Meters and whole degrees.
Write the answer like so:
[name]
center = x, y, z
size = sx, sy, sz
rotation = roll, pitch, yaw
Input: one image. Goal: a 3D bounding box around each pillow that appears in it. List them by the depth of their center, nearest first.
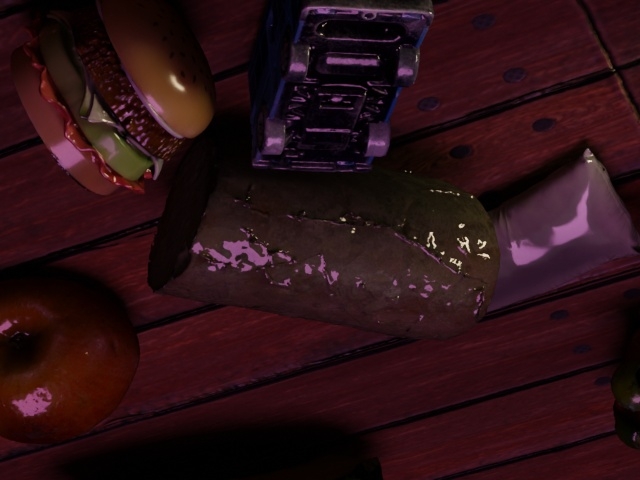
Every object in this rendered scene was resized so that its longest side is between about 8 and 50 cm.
[pillow]
center = 0.186, 0.005, 1.853
size = 0.254, 0.078, 0.144
rotation = -23, 132, 23

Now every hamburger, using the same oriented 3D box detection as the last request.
[hamburger]
center = -0.161, -0.131, 1.538
size = 0.137, 0.175, 0.175
rotation = -32, 139, 13

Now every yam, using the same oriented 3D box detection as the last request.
[yam]
center = 0.000, 0.000, 1.739
size = 0.304, 0.168, 0.168
rotation = 10, 143, -23

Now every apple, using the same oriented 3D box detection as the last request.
[apple]
center = -0.285, 0.128, 1.913
size = 0.195, 0.160, 0.173
rotation = -3, 168, 7

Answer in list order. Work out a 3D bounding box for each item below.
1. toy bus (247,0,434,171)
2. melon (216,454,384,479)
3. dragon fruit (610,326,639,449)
[toy bus]
center = 0.011, -0.163, 1.532
size = 0.116, 0.133, 0.234
rotation = 3, 150, -12
[melon]
center = -0.097, 0.354, 2.229
size = 0.343, 0.226, 0.331
rotation = -12, 130, 32
[dragon fruit]
center = 0.445, 0.147, 2.044
size = 0.295, 0.130, 0.268
rotation = 13, 141, -26
